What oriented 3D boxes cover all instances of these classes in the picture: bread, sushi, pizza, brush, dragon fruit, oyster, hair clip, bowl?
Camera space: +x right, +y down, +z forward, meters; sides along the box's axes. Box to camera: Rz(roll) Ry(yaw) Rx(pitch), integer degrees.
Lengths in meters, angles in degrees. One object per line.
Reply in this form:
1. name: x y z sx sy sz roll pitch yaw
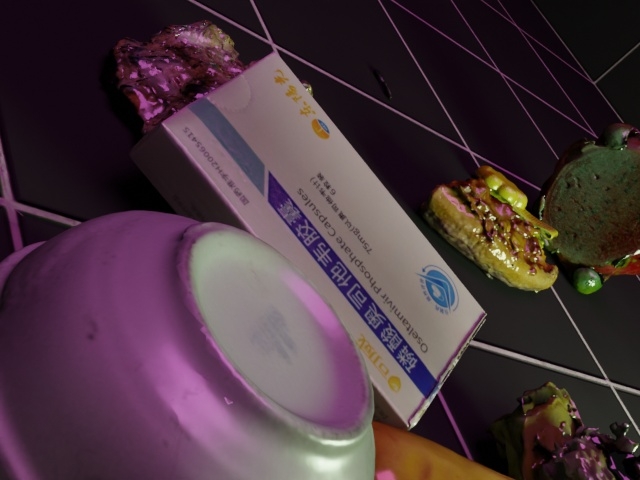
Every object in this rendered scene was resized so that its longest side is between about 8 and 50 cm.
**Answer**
1. bread: 0.123 0.242 0.823 0.305 0.091 0.142 29 36 -33
2. sushi: 0.274 0.271 0.951 0.139 0.131 0.291 -7 55 -41
3. pizza: 0.254 -0.013 1.403 0.305 0.085 0.161 27 31 -39
4. brush: 0.106 -0.262 1.623 0.024 0.008 0.083 31 29 -38
5. dragon fruit: 0.494 -0.050 1.657 0.268 0.295 0.130 23 3 25
6. oyster: -0.110 -0.155 1.041 0.260 0.092 0.198 9 41 -49
7. hair clip: 0.325 -0.060 1.628 0.173 0.046 0.072 50 21 11
8. bowl: -0.081 0.102 0.635 0.307 0.163 0.307 39 23 -21

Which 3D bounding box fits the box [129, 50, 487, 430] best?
1. box: 0.000 0.000 0.915 0.343 0.065 0.200 51 41 -5
